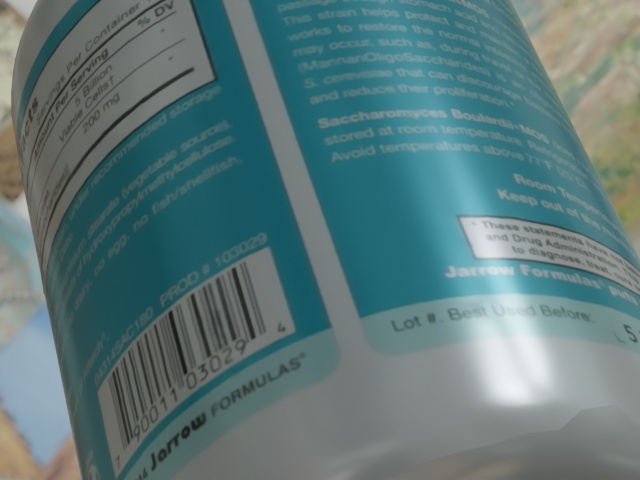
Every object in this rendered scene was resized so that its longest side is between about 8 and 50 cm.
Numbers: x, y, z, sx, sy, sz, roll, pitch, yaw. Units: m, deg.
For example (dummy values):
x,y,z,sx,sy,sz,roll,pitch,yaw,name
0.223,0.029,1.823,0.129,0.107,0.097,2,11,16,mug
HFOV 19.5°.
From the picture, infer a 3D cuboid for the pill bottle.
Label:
x,y,z,sx,sy,sz,roll,pitch,yaw,name
0.000,0.000,0.487,0.146,0.146,0.264,40,23,-44,pill bottle
